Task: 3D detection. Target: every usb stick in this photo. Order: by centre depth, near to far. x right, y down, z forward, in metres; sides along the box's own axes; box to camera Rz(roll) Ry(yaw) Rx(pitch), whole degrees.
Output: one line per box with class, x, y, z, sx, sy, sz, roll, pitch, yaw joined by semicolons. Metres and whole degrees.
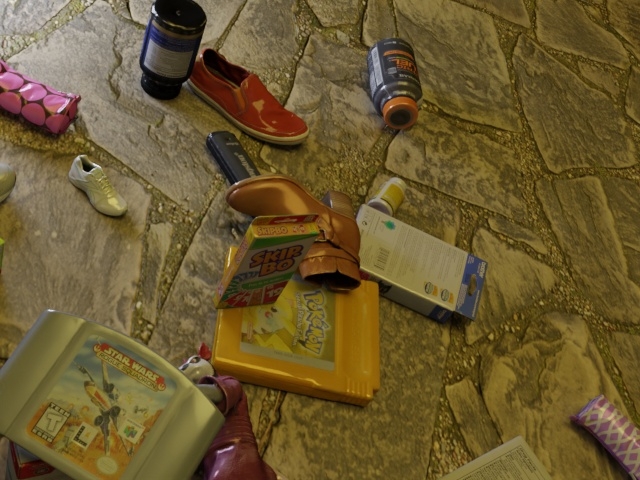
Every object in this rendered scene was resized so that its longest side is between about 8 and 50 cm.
usb stick;-0.161;-0.132;1.783;0.077;0.045;0.278;-16;60;-34

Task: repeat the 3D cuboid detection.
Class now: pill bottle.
pill bottle;-0.337;-0.426;1.832;0.123;0.219;0.122;13;48;-15
pill bottle;0.155;-0.096;1.885;0.065;0.065;0.116;33;46;5
pill bottle;0.194;-0.402;2.123;0.131;0.130;0.245;10;49;-18

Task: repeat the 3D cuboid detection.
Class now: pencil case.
pencil case;0.607;0.409;1.654;0.088;0.086;0.206;-37;70;-13
pencil case;-0.606;-0.300;1.689;0.209;0.095;0.098;26;81;-5

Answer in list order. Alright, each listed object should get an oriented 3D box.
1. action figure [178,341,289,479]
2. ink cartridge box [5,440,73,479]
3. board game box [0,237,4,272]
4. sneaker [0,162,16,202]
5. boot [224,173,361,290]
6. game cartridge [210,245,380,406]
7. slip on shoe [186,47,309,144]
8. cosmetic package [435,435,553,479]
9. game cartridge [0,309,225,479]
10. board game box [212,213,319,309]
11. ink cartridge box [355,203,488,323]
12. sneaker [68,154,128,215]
action figure;-0.134;0.318;1.267;0.276;0.248;0.370;1;54;-26
ink cartridge box;-0.386;0.325;1.193;0.128;0.175;0.072;-7;53;-30
board game box;-0.615;0.063;1.368;0.043;0.092;0.181;38;46;8
sneaker;-0.680;-0.115;1.472;0.263;0.121;0.099;-11;58;-32
boot;-0.050;-0.008;1.638;0.284;0.109;0.220;12;51;-25
game cartridge;-0.039;0.162;1.582;0.324;0.052;0.285;13;48;-13
slip on shoe;-0.168;-0.334;1.916;0.331;0.101;0.123;35;44;5
cosmetic package;0.263;0.476;1.410;0.310;0.113;0.160;-14;59;-34
game cartridge;-0.291;0.227;1.109;0.297;0.062;0.198;30;74;3
board game box;-0.097;0.039;1.446;0.124;0.259;0.039;-4;55;-29
ink cartridge box;0.201;0.059;1.776;0.311;0.065;0.185;23;47;-1
sneaker;-0.440;-0.108;1.621;0.152;0.061;0.054;41;45;10
